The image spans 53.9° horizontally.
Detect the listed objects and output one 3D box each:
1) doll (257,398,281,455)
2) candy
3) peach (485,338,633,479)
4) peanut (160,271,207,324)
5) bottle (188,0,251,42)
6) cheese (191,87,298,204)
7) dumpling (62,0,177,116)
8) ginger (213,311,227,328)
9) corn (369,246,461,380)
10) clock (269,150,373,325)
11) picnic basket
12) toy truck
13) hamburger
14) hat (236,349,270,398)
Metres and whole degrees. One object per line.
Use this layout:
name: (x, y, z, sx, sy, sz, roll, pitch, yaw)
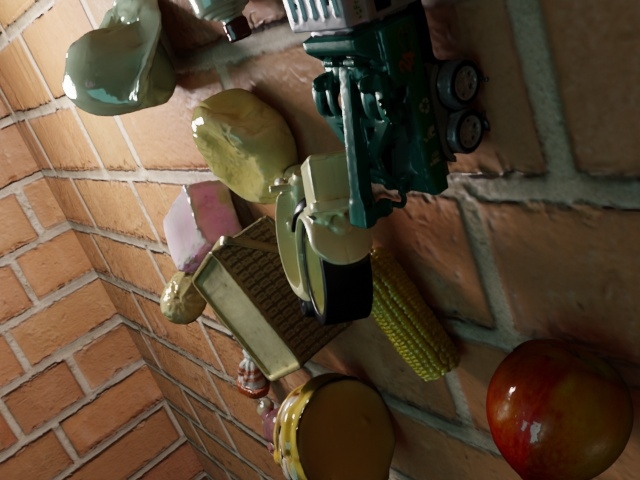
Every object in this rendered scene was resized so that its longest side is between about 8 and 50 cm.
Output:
doll: (-0.065, 0.531, 1.729, 0.196, 0.152, 0.256, 15, 143, 38)
candy: (-0.283, -0.031, 1.507, 0.265, 0.115, 0.156, -36, 69, 59)
peach: (0.307, 0.233, 0.834, 0.197, 0.197, 0.197, 37, 146, 31)
peanut: (-0.329, 0.118, 1.649, 0.123, 0.257, 0.124, 8, 121, 13)
bottle: (-0.178, -0.432, 0.988, 0.104, 0.104, 0.245, -4, 116, 58)
cheese: (-0.139, -0.168, 1.188, 0.226, 0.117, 0.214, 35, 151, 26)
dumpling: (-0.414, -0.368, 1.336, 0.320, 0.270, 0.212, 10, 155, 23)
ginger: (-0.200, 0.147, 1.568, 0.267, 0.138, 0.152, 47, 146, 26)
corn: (0.141, 0.125, 1.074, 0.244, 0.093, 0.093, 54, 151, 2)
clock: (0.000, 0.000, 1.027, 0.379, 0.120, 0.277, 173, 88, -77)
picnic basket: (-0.109, 0.119, 1.369, 0.313, 0.175, 0.228, 51, 150, 2)
toy truck: (0.074, -0.206, 0.763, 0.176, 0.178, 0.364, 18, 130, 49)
hamburger: (0.011, 0.445, 1.425, 0.276, 0.276, 0.236, 59, 149, -4)
hat: (-0.203, 0.376, 1.852, 0.112, 0.093, 0.163, 15, 126, 35)
